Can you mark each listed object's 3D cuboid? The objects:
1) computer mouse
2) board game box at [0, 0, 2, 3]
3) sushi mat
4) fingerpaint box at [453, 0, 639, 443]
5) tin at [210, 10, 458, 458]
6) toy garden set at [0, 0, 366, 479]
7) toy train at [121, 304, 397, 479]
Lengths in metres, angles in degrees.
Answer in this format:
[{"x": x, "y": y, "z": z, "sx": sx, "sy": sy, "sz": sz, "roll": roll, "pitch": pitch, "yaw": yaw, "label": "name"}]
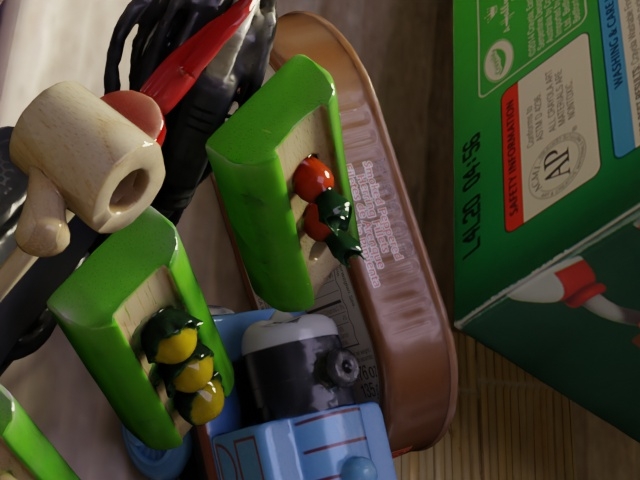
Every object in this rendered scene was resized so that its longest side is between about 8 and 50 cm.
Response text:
[{"x": -0.124, "y": 0.028, "z": 0.445, "sx": 0.272, "sy": 0.188, "sz": 0.072, "roll": -29, "pitch": 73, "yaw": -36, "label": "computer mouse"}, {"x": -0.178, "y": -0.205, "z": 0.491, "sx": 0.232, "sy": 0.141, "sz": 0.291, "roll": 41, "pitch": 51, "yaw": -25, "label": "board game box"}, {"x": 0.070, "y": 0.190, "z": 0.665, "sx": 0.151, "sy": 0.019, "sz": 0.316, "roll": 16, "pitch": 65, "yaw": -40, "label": "sushi mat"}, {"x": 0.246, "y": -0.074, "z": 0.750, "sx": 0.371, "sy": 0.163, "sz": 0.445, "roll": 32, "pitch": 41, "yaw": -27, "label": "fingerpaint box"}, {"x": 0.000, "y": 0.000, "z": 0.606, "sx": 0.040, "sy": 0.106, "sz": 0.189, "roll": -16, "pitch": 85, "yaw": -32, "label": "tin"}, {"x": -0.069, "y": 0.042, "z": 0.416, "sx": 0.049, "sy": 0.204, "sz": 0.244, "roll": 37, "pitch": 73, "yaw": 21, "label": "toy garden set"}, {"x": -0.011, "y": 0.109, "z": 0.557, "sx": 0.080, "sy": 0.105, "sz": 0.184, "roll": -4, "pitch": 78, "yaw": -44, "label": "toy train"}]
